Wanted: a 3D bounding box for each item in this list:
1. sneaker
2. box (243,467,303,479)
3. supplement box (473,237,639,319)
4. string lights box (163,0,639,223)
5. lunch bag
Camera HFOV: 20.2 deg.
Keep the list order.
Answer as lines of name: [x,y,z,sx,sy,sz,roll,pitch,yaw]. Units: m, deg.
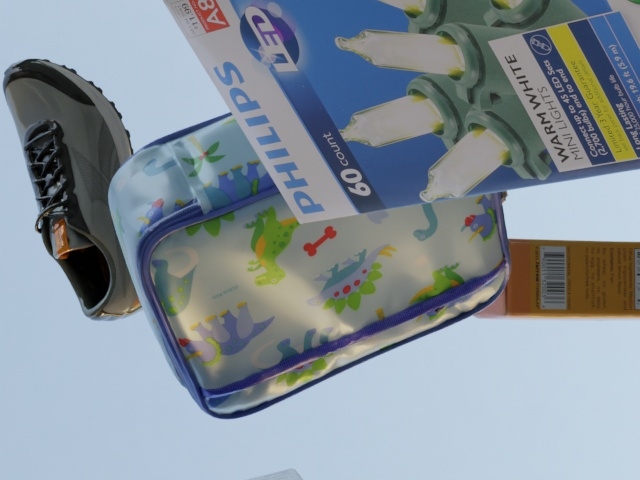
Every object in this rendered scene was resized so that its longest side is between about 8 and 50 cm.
sneaker: [-0.231,-0.048,1.709,0.108,0.100,0.271,-28,-88,-51]
box: [-0.155,0.204,1.018,0.324,0.067,0.063,-12,-72,-15]
supplement box: [0.264,0.039,1.704,0.233,0.078,0.080,3,-94,-21]
string lights box: [0.067,-0.093,0.765,0.077,0.260,0.133,-48,-64,-37]
lunch bag: [0.000,0.000,1.042,0.090,0.219,0.176,-121,13,-46]
